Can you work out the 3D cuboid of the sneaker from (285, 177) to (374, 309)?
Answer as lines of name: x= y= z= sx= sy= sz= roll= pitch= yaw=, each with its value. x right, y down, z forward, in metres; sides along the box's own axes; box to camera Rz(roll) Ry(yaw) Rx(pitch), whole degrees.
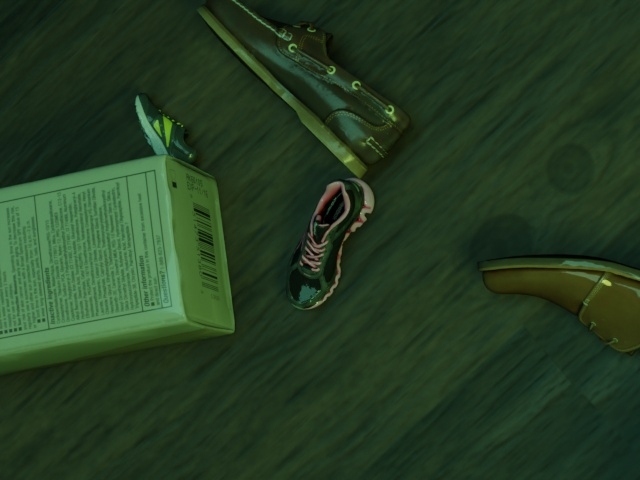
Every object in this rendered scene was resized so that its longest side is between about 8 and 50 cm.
sneaker: x=0.000 y=0.000 z=1.644 sx=0.047 sy=0.057 sz=0.119 roll=24 pitch=92 yaw=18

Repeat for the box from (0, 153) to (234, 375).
box: x=-0.243 y=0.032 z=1.684 sx=0.311 sy=0.121 sz=0.148 roll=-10 pitch=79 yaw=17

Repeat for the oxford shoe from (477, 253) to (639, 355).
oxford shoe: x=0.222 y=0.049 z=1.557 sx=0.212 sy=0.076 sz=0.076 roll=9 pitch=94 yaw=19

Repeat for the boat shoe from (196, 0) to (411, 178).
boat shoe: x=-0.013 y=-0.144 z=1.663 sx=0.207 sy=0.073 sz=0.073 roll=44 pitch=95 yaw=11

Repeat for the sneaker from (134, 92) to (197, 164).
sneaker: x=-0.133 y=-0.093 z=1.718 sx=0.035 sy=0.031 sz=0.083 roll=-25 pitch=74 yaw=-7
